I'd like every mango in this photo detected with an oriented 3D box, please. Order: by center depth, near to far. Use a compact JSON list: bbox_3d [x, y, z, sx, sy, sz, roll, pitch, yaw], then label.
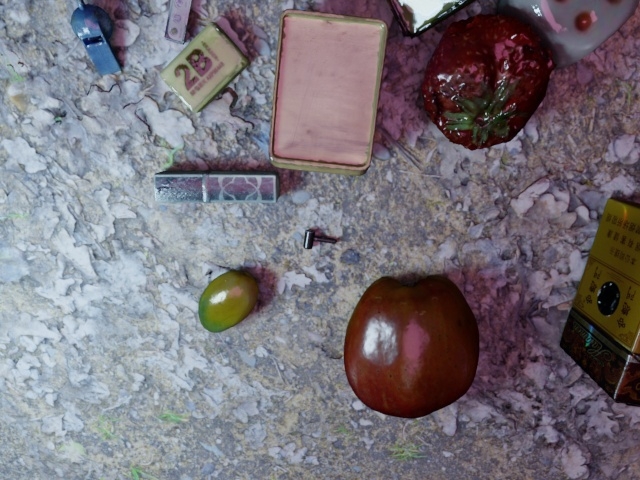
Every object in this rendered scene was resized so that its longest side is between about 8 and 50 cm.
[{"bbox_3d":[-0.238,0.158,1.231,0.130,0.092,0.195,29,113,-10],"label":"mango"}]

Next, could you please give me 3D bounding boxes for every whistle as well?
[{"bbox_3d":[-0.493,-0.456,1.066,0.090,0.091,0.158,-6,145,2],"label":"whistle"}]

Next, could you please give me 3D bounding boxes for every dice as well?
[{"bbox_3d":[0.494,-0.478,0.981,0.192,0.194,0.193,43,104,-12],"label":"dice"}]

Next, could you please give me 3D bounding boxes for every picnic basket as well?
[{"bbox_3d":[0.011,-0.307,1.049,0.227,0.175,0.313,6,102,0],"label":"picnic basket"}]

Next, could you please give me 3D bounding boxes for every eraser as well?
[{"bbox_3d":[-0.259,-0.385,1.085,0.172,0.058,0.117,-40,102,11],"label":"eraser"}]

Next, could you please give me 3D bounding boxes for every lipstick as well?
[{"bbox_3d":[-0.240,-0.128,1.151,0.289,0.076,0.078,0,104,-2],"label":"lipstick"}]

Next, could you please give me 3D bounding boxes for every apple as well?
[{"bbox_3d":[0.232,0.266,1.240,0.328,0.295,0.366,-17,111,-34],"label":"apple"}]

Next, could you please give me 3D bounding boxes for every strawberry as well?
[{"bbox_3d":[0.339,-0.343,1.013,0.273,0.221,0.274,1,144,0],"label":"strawberry"}]

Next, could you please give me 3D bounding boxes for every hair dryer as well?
[{"bbox_3d":[0.000,0.000,1.214,0.083,0.026,0.047,6,108,-9],"label":"hair dryer"}]

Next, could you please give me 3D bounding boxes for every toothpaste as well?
[{"bbox_3d":[-0.298,-0.532,1.054,0.047,0.040,0.197,14,106,-8],"label":"toothpaste"}]

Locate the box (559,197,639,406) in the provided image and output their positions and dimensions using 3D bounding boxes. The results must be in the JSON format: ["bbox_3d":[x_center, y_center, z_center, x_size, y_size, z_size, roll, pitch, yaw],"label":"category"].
[{"bbox_3d":[0.718,0.135,1.119,0.115,0.264,0.416,9,107,-4],"label":"box"}]

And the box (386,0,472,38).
[{"bbox_3d":[0.235,-0.657,0.874,0.372,0.138,0.421,-20,108,39],"label":"box"}]
